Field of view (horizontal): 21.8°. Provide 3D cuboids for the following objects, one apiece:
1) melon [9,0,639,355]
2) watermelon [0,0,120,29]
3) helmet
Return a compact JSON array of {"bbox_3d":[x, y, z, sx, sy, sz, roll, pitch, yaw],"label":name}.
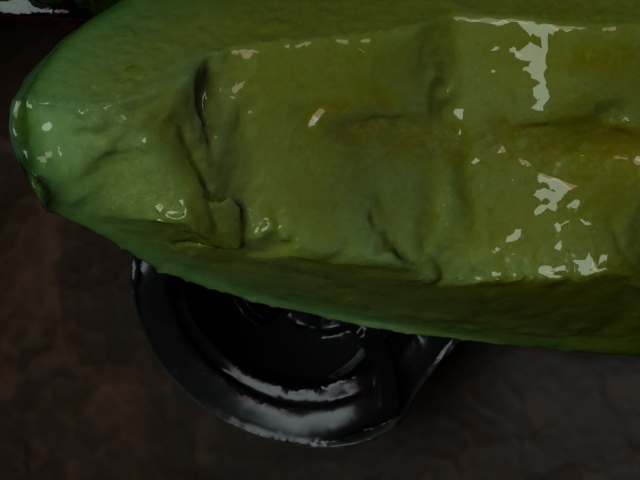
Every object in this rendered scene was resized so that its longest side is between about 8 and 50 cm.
[{"bbox_3d":[0.042,-0.048,0.666,0.323,0.124,0.196,2,94,-8],"label":"melon"},{"bbox_3d":[-0.135,-0.138,0.859,0.125,0.135,0.094,61,150,14],"label":"watermelon"},{"bbox_3d":[-0.007,0.008,0.766,0.153,0.107,0.177,36,74,-3],"label":"helmet"}]
